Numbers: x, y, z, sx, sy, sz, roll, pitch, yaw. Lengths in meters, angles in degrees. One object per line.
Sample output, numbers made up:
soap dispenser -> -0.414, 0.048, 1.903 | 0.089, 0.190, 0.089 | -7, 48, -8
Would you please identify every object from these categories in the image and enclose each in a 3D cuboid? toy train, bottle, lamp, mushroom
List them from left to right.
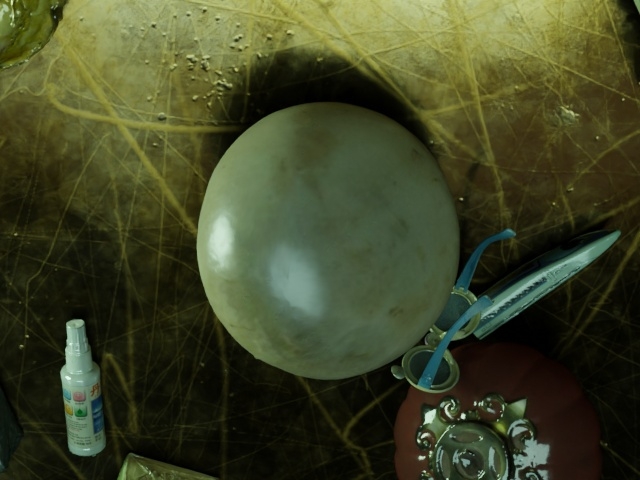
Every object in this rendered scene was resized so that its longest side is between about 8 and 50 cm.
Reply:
bottle -> -0.350, 0.214, 1.999 | 0.060, 0.060, 0.217 | -2, 119, -2
mushroom -> 0.000, 0.000, 1.794 | 0.362, 0.294, 0.362 | -1, 92, -27
lamp -> 0.251, 0.293, 1.950 | 0.303, 0.257, 0.303 | 2, 94, 25
toy train -> 0.313, 0.047, 1.945 | 0.252, 0.055, 0.048 | -37, 104, 16

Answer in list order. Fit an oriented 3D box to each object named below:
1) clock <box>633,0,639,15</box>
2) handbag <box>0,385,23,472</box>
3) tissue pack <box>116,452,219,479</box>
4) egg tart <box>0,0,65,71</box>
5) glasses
clock -> 0.468, -0.208, 1.694 | 0.120, 0.276, 0.379 | -26, 113, 13
handbag -> -0.551, 0.253, 2.008 | 0.175, 0.089, 0.270 | -10, 118, 13
tissue pack -> -0.261, 0.462, 2.099 | 0.159, 0.125, 0.234 | 18, 115, -12
egg tart -> -0.457, -0.314, 1.680 | 0.297, 0.132, 0.297 | 0, 124, 0
glasses -> 0.205, 0.099, 1.840 | 0.088, 0.190, 0.220 | 34, 142, -10
